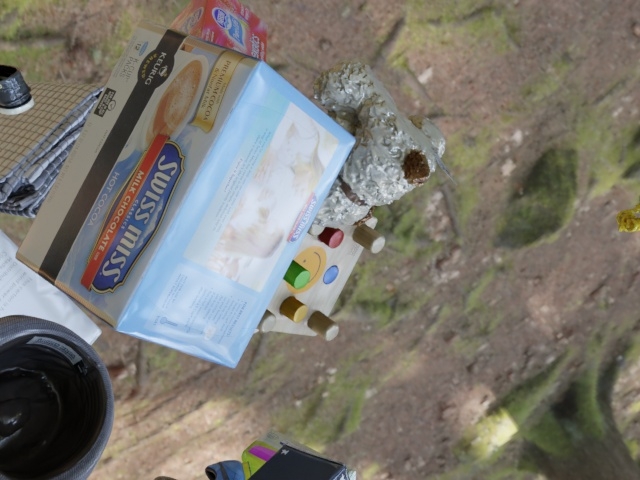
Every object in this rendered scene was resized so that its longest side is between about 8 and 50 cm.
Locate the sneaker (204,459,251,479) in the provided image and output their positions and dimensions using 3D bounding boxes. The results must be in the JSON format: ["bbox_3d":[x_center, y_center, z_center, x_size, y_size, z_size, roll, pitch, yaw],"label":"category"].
[{"bbox_3d":[-0.143,0.436,1.394,0.082,0.209,0.069,2,125,-15],"label":"sneaker"}]

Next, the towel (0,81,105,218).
[{"bbox_3d":[-0.511,-0.159,1.567,0.284,0.235,0.121,-55,138,-29],"label":"towel"}]

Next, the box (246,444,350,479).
[{"bbox_3d":[-0.064,0.376,0.943,0.261,0.103,0.184,-37,118,-39],"label":"box"}]

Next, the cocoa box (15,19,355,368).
[{"bbox_3d":[-0.164,-0.055,1.113,0.231,0.228,0.347,31,86,-53],"label":"cocoa box"}]

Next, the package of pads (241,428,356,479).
[{"bbox_3d":[-0.040,0.535,1.740,0.101,0.229,0.297,-36,133,-43],"label":"package of pads"}]

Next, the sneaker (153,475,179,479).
[{"bbox_3d":[-0.190,0.454,1.162,0.099,0.282,0.153,26,106,-44],"label":"sneaker"}]

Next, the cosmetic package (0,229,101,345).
[{"bbox_3d":[-0.687,0.161,1.608,0.327,0.393,0.329,52,61,-29],"label":"cosmetic package"}]

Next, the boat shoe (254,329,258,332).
[{"bbox_3d":[-0.166,0.018,1.881,0.158,0.341,0.127,-40,152,24],"label":"boat shoe"}]

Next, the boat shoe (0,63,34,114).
[{"bbox_3d":[-0.340,-0.161,0.876,0.049,0.133,0.042,-49,145,-38],"label":"boat shoe"}]

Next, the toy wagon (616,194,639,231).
[{"bbox_3d":[0.525,-0.062,1.044,0.344,0.068,0.267,-7,-179,4],"label":"toy wagon"}]

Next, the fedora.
[{"bbox_3d":[-0.405,0.230,1.161,0.124,0.244,0.275,-26,-168,33],"label":"fedora"}]

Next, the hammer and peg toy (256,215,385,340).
[{"bbox_3d":[0.000,0.000,1.534,0.266,0.127,0.361,17,104,-53],"label":"hammer and peg toy"}]

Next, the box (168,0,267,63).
[{"bbox_3d":[-0.169,-0.288,1.398,0.128,0.257,0.122,36,118,-25],"label":"box"}]

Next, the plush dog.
[{"bbox_3d":[0.056,-0.102,1.340,0.225,0.211,0.262,-37,134,26],"label":"plush dog"}]
